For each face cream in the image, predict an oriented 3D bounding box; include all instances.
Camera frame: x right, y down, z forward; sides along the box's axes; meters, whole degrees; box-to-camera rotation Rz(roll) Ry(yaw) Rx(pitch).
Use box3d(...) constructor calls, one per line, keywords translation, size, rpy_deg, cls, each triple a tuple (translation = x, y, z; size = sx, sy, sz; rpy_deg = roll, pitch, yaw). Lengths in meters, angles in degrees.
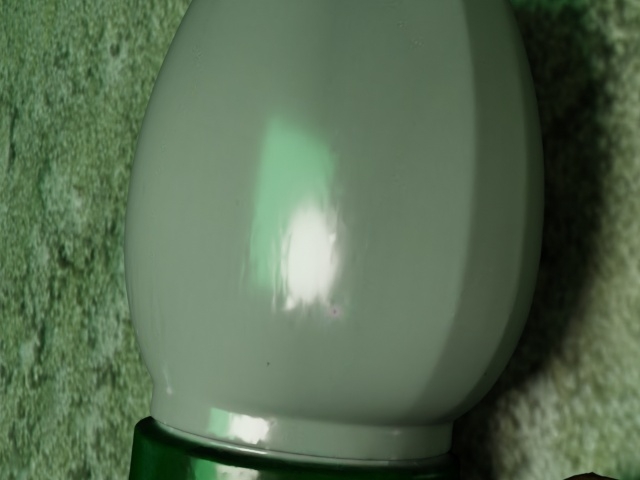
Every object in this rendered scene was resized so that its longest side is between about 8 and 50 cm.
box3d(translation=(0.000, 0.000, 0.876), size=(0.312, 0.220, 0.356), rpy_deg=(9, 92, 52), cls="face cream")

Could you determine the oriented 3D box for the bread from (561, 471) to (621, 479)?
box3d(translation=(0.214, 0.217, 0.592), size=(0.417, 0.165, 0.113), rpy_deg=(12, 124, 54), cls="bread")
